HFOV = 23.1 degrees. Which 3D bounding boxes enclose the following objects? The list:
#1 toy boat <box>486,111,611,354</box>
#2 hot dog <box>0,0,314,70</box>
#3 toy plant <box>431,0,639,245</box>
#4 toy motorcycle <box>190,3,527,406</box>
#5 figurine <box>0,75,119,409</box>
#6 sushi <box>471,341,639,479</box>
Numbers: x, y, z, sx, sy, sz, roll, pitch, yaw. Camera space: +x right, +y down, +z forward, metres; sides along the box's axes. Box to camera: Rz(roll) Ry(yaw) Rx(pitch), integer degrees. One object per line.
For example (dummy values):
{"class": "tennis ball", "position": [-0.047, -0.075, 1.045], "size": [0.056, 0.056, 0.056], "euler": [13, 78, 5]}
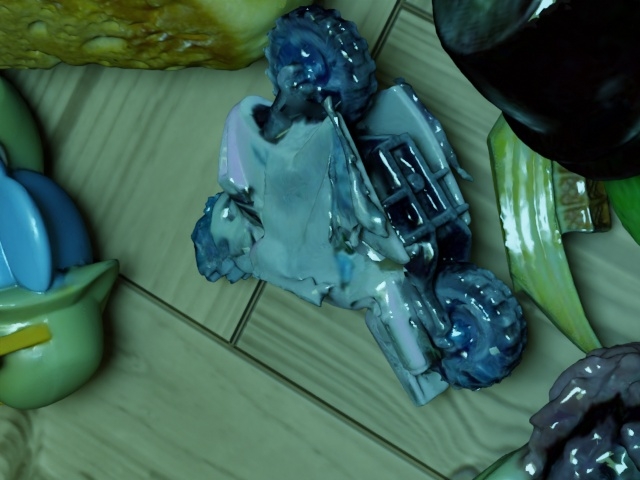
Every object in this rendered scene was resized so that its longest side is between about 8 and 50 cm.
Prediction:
{"class": "toy boat", "position": [0.137, -0.015, 0.917], "size": [0.066, 0.065, 0.172], "euler": [-9, 88, 3]}
{"class": "hot dog", "position": [-0.202, -0.225, 0.946], "size": [0.405, 0.223, 0.185], "euler": [2, 64, 17]}
{"class": "toy plant", "position": [0.180, -0.104, 0.831], "size": [0.175, 0.235, 0.218], "euler": [11, 83, 61]}
{"class": "toy motorcycle", "position": [0.004, -0.002, 0.947], "size": [0.204, 0.108, 0.239], "euler": [-30, 74, 44]}
{"class": "figurine", "position": [-0.232, -0.002, 1.040], "size": [0.180, 0.154, 0.262], "euler": [-54, 54, 22]}
{"class": "sushi", "position": [0.177, 0.187, 0.838], "size": [0.236, 0.171, 0.270], "euler": [31, 106, 20]}
